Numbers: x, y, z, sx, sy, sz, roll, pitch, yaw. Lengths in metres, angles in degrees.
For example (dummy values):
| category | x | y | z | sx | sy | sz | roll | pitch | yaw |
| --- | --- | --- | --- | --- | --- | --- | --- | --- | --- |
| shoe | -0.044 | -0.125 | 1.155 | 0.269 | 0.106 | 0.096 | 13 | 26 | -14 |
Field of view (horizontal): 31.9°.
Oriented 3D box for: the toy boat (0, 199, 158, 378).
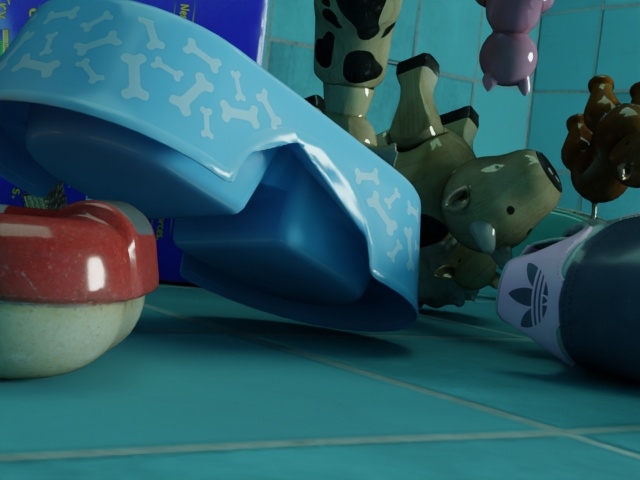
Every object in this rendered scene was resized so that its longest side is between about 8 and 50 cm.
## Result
| category | x | y | z | sx | sy | sz | roll | pitch | yaw |
| --- | --- | --- | --- | --- | --- | --- | --- | --- | --- |
| toy boat | -0.182 | -0.030 | 0.473 | 0.231 | 0.151 | 0.151 | 6 | 2 | -1 |

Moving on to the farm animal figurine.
| category | x | y | z | sx | sy | sz | roll | pitch | yaw |
| --- | --- | --- | --- | --- | --- | --- | --- | --- | --- |
| farm animal figurine | 0.071 | -0.059 | 0.780 | 0.330 | 0.172 | 0.327 | 28 | -40 | -28 |

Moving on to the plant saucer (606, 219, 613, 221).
| category | x | y | z | sx | sy | sz | roll | pitch | yaw |
| --- | --- | --- | --- | --- | --- | --- | --- | --- | --- |
| plant saucer | 0.537 | 0.043 | 1.345 | 0.401 | 0.100 | 0.400 | 6 | 3 | 0 |

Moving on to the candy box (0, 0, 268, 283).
| category | x | y | z | sx | sy | sz | roll | pitch | yaw |
| --- | --- | --- | --- | --- | --- | --- | --- | --- | --- |
| candy box | -0.216 | -0.108 | 0.949 | 0.317 | 0.268 | 0.122 | 7 | 6 | -8 |

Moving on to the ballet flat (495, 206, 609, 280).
| category | x | y | z | sx | sy | sz | roll | pitch | yaw |
| --- | --- | --- | --- | --- | --- | --- | --- | --- | --- |
| ballet flat | 0.303 | 0.036 | 1.158 | 0.316 | 0.107 | 0.106 | 13 | -16 | 22 |

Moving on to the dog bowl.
| category | x | y | z | sx | sy | sz | roll | pitch | yaw |
| --- | --- | --- | --- | --- | --- | --- | --- | --- | --- |
| dog bowl | -0.056 | -0.034 | 0.631 | 0.166 | 0.074 | 0.297 | -2 | -26 | 44 |

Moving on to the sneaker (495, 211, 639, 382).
| category | x | y | z | sx | sy | sz | roll | pitch | yaw |
| --- | --- | --- | --- | --- | --- | --- | --- | --- | --- |
| sneaker | 0.194 | 0.022 | 0.724 | 0.131 | 0.112 | 0.319 | 9 | 1 | 17 |
